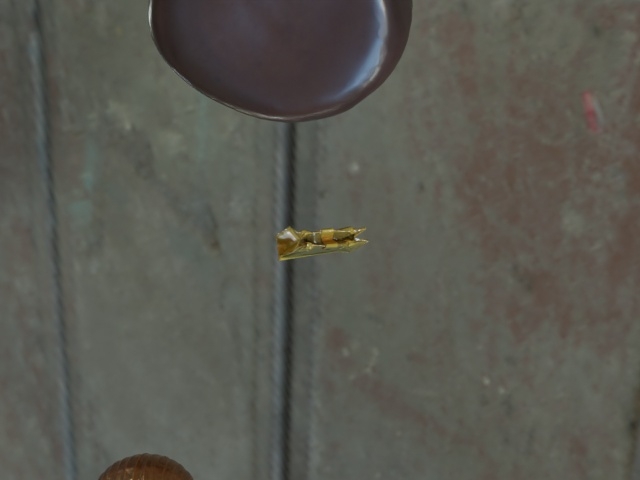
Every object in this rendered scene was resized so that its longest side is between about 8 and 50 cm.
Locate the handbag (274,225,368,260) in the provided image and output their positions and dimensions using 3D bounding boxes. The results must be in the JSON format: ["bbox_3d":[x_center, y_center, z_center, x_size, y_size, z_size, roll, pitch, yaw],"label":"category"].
[{"bbox_3d":[0.000,0.000,1.491,0.061,0.083,0.027,150,114,-71],"label":"handbag"}]

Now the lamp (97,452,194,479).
[{"bbox_3d":[-0.197,0.306,1.679,0.136,0.136,0.136,32,133,43],"label":"lamp"}]

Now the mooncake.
[{"bbox_3d":[-0.058,-0.315,1.901,0.326,0.174,0.334,-12,115,15],"label":"mooncake"}]
